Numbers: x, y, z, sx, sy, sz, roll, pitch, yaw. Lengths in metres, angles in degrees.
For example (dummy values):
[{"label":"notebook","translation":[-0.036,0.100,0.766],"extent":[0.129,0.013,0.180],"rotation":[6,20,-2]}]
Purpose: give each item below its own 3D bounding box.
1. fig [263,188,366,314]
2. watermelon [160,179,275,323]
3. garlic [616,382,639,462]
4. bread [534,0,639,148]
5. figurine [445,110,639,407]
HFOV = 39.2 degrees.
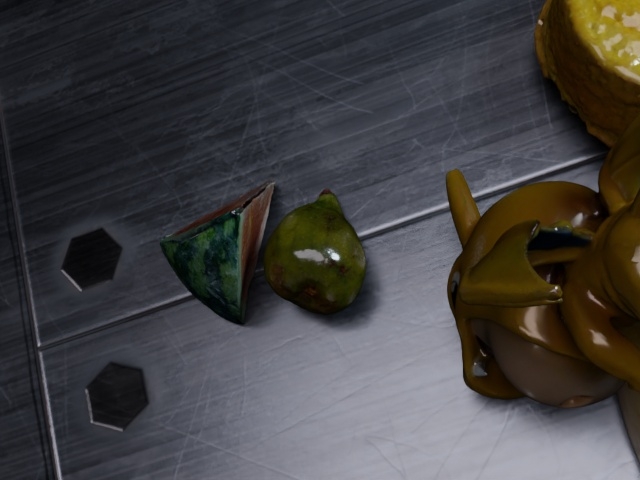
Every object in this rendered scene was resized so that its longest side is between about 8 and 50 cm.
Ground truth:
[{"label":"fig","translation":[0.000,0.018,1.177],"extent":[0.133,0.185,0.126],"rotation":[4,111,10]},{"label":"watermelon","translation":[-0.137,-0.016,1.186],"extent":[0.136,0.207,0.202],"rotation":[14,56,-9]},{"label":"garlic","translation":[0.410,0.197,1.010],"extent":[0.128,0.148,0.266],"rotation":[14,66,-19]},{"label":"bread","translation":[0.458,-0.278,1.101],"extent":[0.358,0.204,0.337],"rotation":[-30,72,0]},{"label":"figurine","translation":[0.301,0.006,0.952],"extent":[0.268,0.387,0.401],"rotation":[44,65,-12]}]
